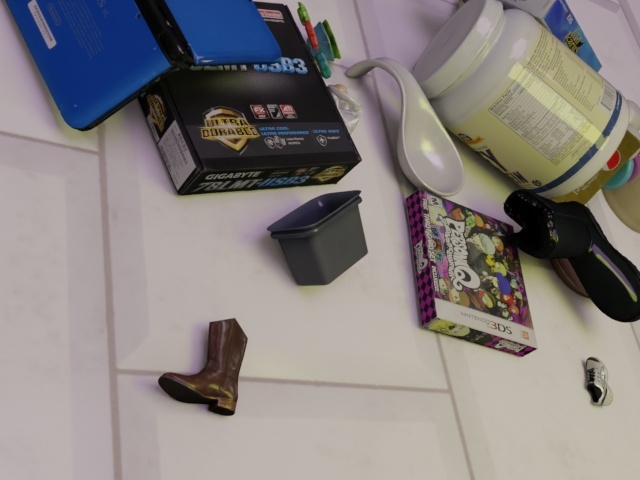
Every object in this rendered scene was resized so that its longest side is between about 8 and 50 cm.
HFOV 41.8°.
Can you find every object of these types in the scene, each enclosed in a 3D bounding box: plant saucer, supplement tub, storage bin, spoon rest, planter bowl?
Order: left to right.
[{"bbox_3d":[0.000,0.000,1.126,0.135,0.098,0.091,-34,113,-47],"label":"storage bin"},{"bbox_3d":[0.147,-0.192,1.371,0.137,0.084,0.276,-22,76,-45],"label":"spoon rest"},{"bbox_3d":[0.341,-0.249,1.455,0.325,0.235,0.235,35,45,-14],"label":"supplement tub"},{"bbox_3d":[0.466,0.037,1.510,0.168,0.029,0.168,21,49,-27],"label":"plant saucer"},{"bbox_3d":[0.672,-0.109,1.717,0.162,0.109,0.162,20,52,-27],"label":"planter bowl"}]

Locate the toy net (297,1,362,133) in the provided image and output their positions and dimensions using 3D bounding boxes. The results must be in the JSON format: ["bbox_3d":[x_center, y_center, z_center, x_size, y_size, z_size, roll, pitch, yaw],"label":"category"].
[{"bbox_3d":[0.022,-0.266,1.303,0.045,0.122,0.232,-20,61,0],"label":"toy net"}]

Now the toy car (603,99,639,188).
[{"bbox_3d":[0.569,-0.174,1.646,0.136,0.159,0.182,44,43,-19],"label":"toy car"}]

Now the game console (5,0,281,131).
[{"bbox_3d":[-0.238,-0.301,1.084,0.293,0.250,0.173,61,12,16],"label":"game console"}]

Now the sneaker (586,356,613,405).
[{"bbox_3d":[0.448,0.227,1.362,0.037,0.032,0.083,8,56,-35],"label":"sneaker"}]

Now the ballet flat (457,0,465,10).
[{"bbox_3d":[0.315,-0.499,1.750,0.052,0.057,0.168,31,35,22],"label":"ballet flat"}]

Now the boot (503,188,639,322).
[{"bbox_3d":[0.413,0.029,1.372,0.207,0.094,0.246,3,53,-46],"label":"boot"}]

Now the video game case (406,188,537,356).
[{"bbox_3d":[0.234,0.050,1.304,0.210,0.042,0.232,19,51,-30],"label":"video game case"}]

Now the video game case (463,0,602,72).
[{"bbox_3d":[0.383,-0.415,1.578,0.244,0.061,0.269,39,5,37],"label":"video game case"}]

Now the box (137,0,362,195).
[{"bbox_3d":[-0.117,-0.211,1.184,0.295,0.073,0.293,-8,68,-42],"label":"box"}]

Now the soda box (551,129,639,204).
[{"bbox_3d":[0.501,-0.131,1.536,0.061,0.181,0.058,41,18,1],"label":"soda box"}]

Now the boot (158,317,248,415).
[{"bbox_3d":[-0.131,0.132,0.959,0.106,0.037,0.114,34,47,-34],"label":"boot"}]
